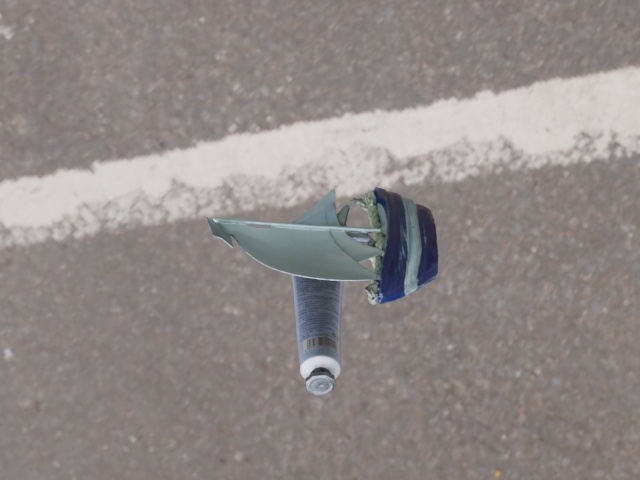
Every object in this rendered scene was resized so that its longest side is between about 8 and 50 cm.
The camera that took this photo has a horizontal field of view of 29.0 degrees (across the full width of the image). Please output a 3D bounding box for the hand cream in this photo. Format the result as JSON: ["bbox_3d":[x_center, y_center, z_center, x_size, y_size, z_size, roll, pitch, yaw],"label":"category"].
[{"bbox_3d":[0.000,0.107,1.730,0.088,0.256,0.055,4,132,-5],"label":"hand cream"}]

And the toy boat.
[{"bbox_3d":[0.016,-0.014,1.557,0.292,0.210,0.070,18,127,17],"label":"toy boat"}]
